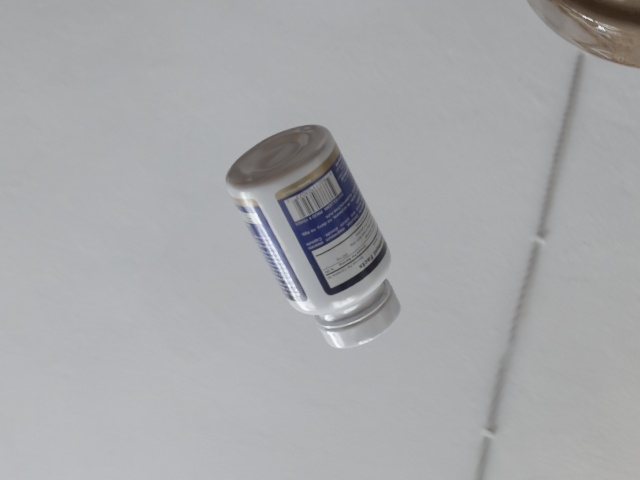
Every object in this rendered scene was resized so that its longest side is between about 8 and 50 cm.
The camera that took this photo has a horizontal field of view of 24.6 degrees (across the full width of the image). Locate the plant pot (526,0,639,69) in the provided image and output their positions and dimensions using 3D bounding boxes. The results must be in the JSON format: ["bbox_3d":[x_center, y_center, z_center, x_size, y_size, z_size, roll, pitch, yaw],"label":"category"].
[{"bbox_3d":[0.247,-0.286,1.034,0.263,0.229,0.263,-6,-116,13],"label":"plant pot"}]

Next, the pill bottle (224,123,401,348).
[{"bbox_3d":[0.000,0.000,1.182,0.094,0.094,0.169,-22,-66,11],"label":"pill bottle"}]
